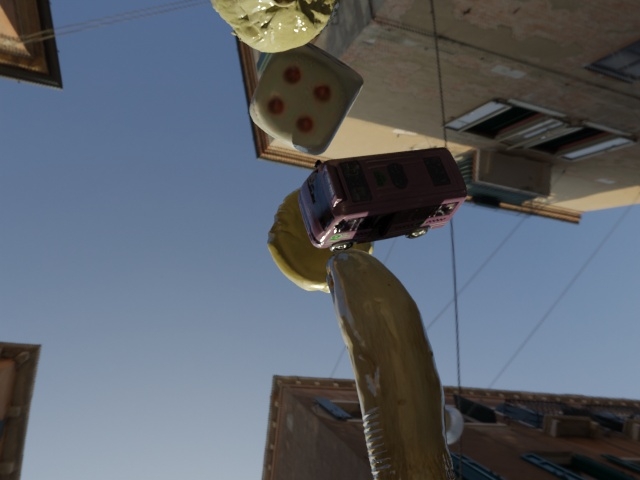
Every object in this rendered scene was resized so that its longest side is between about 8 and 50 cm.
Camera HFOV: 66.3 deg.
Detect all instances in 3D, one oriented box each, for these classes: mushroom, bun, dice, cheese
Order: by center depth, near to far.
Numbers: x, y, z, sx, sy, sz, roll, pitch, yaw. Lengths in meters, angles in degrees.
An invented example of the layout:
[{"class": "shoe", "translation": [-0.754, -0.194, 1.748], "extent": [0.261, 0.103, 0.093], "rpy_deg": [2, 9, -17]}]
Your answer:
[{"class": "mushroom", "translation": [0.074, 0.153, 0.558], "extent": [0.094, 0.123, 0.352], "rpy_deg": [6, -129, -26]}, {"class": "bun", "translation": [-0.072, -0.404, 0.773], "extent": [0.220, 0.134, 0.221], "rpy_deg": [-1, -58, -2]}, {"class": "cheese", "translation": [0.000, 0.000, 1.035], "extent": [0.225, 0.117, 0.214], "rpy_deg": [31, -113, -1]}, {"class": "dice", "translation": [-0.029, -0.310, 1.058], "extent": [0.191, 0.194, 0.193], "rpy_deg": [28, -66, -5]}]

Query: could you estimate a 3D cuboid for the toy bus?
[{"class": "toy bus", "translation": [0.070, -0.052, 0.562], "extent": [0.178, 0.098, 0.087], "rpy_deg": [-10, -112, -19]}]
